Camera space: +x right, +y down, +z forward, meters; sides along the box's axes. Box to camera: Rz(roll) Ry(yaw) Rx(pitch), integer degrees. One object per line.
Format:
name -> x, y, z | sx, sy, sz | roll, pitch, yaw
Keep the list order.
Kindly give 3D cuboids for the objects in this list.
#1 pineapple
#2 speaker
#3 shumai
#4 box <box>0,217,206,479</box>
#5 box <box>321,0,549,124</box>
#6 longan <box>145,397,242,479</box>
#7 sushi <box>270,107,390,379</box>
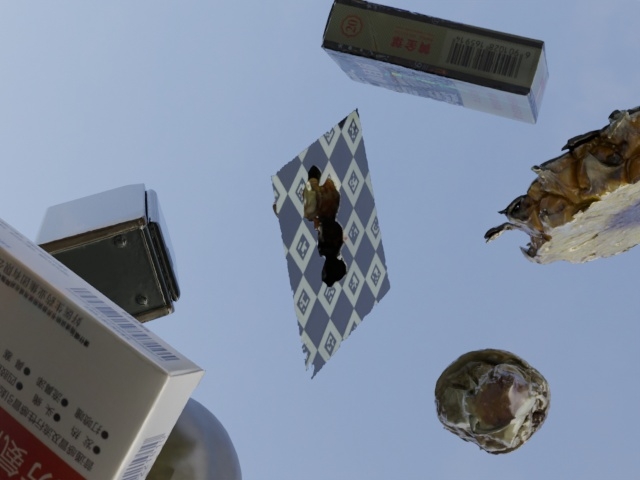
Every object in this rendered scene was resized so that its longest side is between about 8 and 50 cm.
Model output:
pineapple -> 0.223, -0.034, 0.682 | 0.221, 0.221, 0.047 | -37, -120, 37
speaker -> -0.315, 0.026, 1.427 | 0.231, 0.192, 0.153 | -121, -165, -71
shumai -> 0.207, 0.202, 1.176 | 0.145, 0.116, 0.146 | 0, -80, 3
box -> -0.286, 0.100, 0.804 | 0.353, 0.069, 0.214 | 34, -79, 21
box -> 0.175, -0.263, 1.429 | 0.310, 0.198, 0.084 | 16, -90, 16
longan -> -0.275, 0.389, 1.399 | 0.361, 0.361, 0.361 | -1, -91, 44
sushi -> 0.000, 0.000, 1.299 | 0.050, 0.264, 0.290 | 3, -62, 29
